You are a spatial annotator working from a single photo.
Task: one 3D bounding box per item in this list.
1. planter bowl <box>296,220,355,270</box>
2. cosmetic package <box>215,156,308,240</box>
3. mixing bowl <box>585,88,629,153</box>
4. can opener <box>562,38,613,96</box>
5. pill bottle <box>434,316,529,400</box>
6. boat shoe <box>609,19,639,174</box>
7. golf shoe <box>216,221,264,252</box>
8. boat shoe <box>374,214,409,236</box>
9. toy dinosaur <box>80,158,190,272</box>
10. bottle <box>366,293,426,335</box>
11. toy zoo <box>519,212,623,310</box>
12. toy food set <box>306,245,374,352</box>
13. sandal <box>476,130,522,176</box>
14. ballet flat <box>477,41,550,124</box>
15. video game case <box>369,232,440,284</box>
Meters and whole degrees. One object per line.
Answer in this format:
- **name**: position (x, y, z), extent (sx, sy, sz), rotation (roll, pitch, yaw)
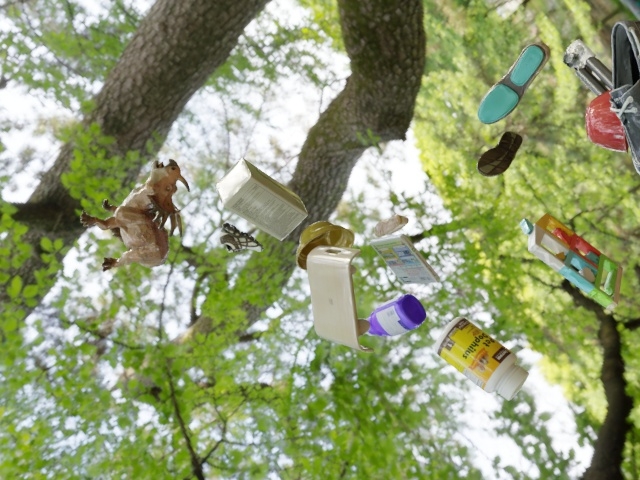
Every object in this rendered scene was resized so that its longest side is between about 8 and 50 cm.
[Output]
- **planter bowl**: position (0.000, 0.000, 2.142), extent (0.217, 0.217, 0.090), rotation (20, -147, -52)
- **cosmetic package**: position (-0.204, -0.141, 2.248), extent (0.296, 0.153, 0.129), rotation (34, -160, -42)
- **mixing bowl**: position (0.763, -0.319, 1.704), extent (0.181, 0.098, 0.181), rotation (0, -90, -61)
- **can opener**: position (0.800, -0.485, 1.859), extent (0.095, 0.076, 0.283), rotation (14, -142, -29)
- **pill bottle**: position (0.395, 0.290, 1.566), extent (0.215, 0.117, 0.117), rotation (37, -165, 27)
- **boat shoe**: position (0.587, -0.262, 1.187), extent (0.108, 0.102, 0.301), rotation (171, 99, -77)
- **golf shoe**: position (-0.298, 0.010, 2.359), extent (0.198, 0.093, 0.077), rotation (30, -177, -35)
- **boat shoe**: position (0.264, -0.051, 2.373), extent (0.059, 0.170, 0.062), rotation (2, -104, -31)
- **toy dinosaur**: position (-0.360, -0.018, 1.335), extent (0.295, 0.201, 0.127), rotation (89, -175, -45)
- **bottle**: position (0.244, 0.269, 2.200), extent (0.092, 0.283, 0.118), rotation (-37, -90, -33)
- **toy zoo**: position (0.640, 0.035, 1.645), extent (0.293, 0.030, 0.192), rotation (38, -142, 6)
- **toy food set**: position (0.067, 0.170, 1.906), extent (0.093, 0.220, 0.305), rotation (-13, -79, -32)
- **sandal**: position (0.564, -0.265, 2.024), extent (0.090, 0.060, 0.219), rotation (32, -122, 12)
- **ballet flat**: position (0.633, -0.504, 2.074), extent (0.107, 0.316, 0.106), rotation (46, -139, 8)
- **video game case**: position (0.271, 0.064, 2.087), extent (0.193, 0.023, 0.212), rotation (50, 160, -11)
